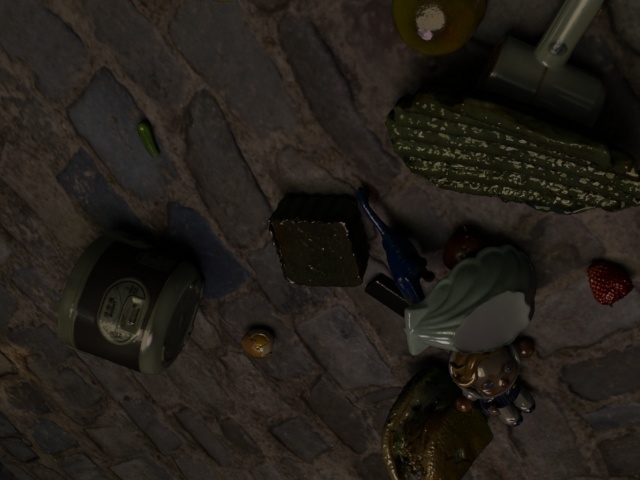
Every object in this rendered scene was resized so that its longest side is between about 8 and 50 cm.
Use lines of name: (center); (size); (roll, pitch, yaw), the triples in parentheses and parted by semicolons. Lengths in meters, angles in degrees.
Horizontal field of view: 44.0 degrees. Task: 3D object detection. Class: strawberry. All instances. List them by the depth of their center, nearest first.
strawberry: (0.513, 0.075, 1.417); (0.083, 0.073, 0.073); (51, 134, -5)

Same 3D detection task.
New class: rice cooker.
rice cooker: (-0.429, 0.138, 1.776); (0.276, 0.288, 0.288); (21, 138, 6)

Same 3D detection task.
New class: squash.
squash: (-0.343, -0.200, 1.574); (0.027, 0.027, 0.089); (8, 139, 19)

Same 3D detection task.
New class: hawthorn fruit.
hawthorn fruit: (0.269, 0.017, 1.466); (0.081, 0.081, 0.093); (15, 135, 11)

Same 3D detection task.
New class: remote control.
remote control: (0.203, 0.153, 1.673); (0.245, 0.025, 0.063); (34, 133, -10)

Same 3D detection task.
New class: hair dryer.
hair dryer: (0.364, -0.307, 1.090); (0.173, 0.108, 0.357); (23, 132, -2)

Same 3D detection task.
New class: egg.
egg: (-0.151, 0.245, 1.898); (0.083, 0.071, 0.071); (11, 136, 25)

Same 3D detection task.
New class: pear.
pear: (0.169, -0.330, 1.146); (0.141, 0.104, 0.141); (12, 140, 11)

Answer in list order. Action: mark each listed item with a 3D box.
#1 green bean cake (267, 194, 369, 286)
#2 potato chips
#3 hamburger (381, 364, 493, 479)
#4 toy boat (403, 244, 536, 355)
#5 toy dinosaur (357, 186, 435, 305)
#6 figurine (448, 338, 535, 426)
green bean cake: (0.000, 0.000, 1.561); (0.173, 0.094, 0.181); (1, 132, 24)
potato chips: (0.288, -0.130, 1.224); (0.429, 0.070, 0.358); (18, 168, 24)
hamburger: (0.245, 0.397, 1.715); (0.167, 0.288, 0.192); (0, 122, 50)
toy boat: (0.290, 0.126, 1.425); (0.100, 0.290, 0.200); (41, 148, 58)
toy dinosaur: (0.137, 0.036, 1.469); (0.075, 0.248, 0.188); (-25, 139, 25)
figurine: (0.370, 0.277, 1.657); (0.274, 0.133, 0.194); (24, 103, -36)
